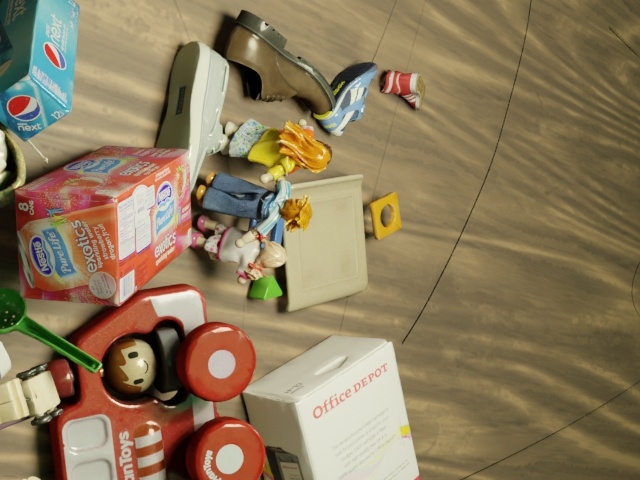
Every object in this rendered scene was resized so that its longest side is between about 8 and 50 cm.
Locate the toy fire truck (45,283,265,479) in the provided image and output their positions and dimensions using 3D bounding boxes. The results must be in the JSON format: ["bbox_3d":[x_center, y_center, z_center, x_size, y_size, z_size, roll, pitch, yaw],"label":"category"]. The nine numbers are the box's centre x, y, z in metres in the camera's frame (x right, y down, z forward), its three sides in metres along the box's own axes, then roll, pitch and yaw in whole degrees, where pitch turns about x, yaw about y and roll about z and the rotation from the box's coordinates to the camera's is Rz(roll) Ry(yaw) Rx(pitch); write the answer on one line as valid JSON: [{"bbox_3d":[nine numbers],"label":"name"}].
[{"bbox_3d":[-0.223,0.216,1.437,0.254,0.169,0.302,-9,98,-28],"label":"toy fire truck"}]

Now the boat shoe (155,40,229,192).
[{"bbox_3d":[-0.164,-0.154,1.526,0.081,0.079,0.227,19,75,-42],"label":"boat shoe"}]

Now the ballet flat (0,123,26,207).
[{"bbox_3d":[-0.436,-0.164,1.177,0.348,0.123,0.123,51,56,-28],"label":"ballet flat"}]

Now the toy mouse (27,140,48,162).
[{"bbox_3d":[-0.397,-0.161,1.304,0.143,0.031,0.161,-12,97,-40],"label":"toy mouse"}]

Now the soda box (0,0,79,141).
[{"bbox_3d":[-0.325,-0.213,1.277,0.067,0.071,0.210,45,25,-38],"label":"soda box"}]

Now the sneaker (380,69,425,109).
[{"bbox_3d":[0.138,-0.254,1.888,0.118,0.067,0.042,56,44,-71],"label":"sneaker"}]

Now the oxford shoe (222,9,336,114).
[{"bbox_3d":[-0.065,-0.237,1.646,0.227,0.083,0.096,34,85,-42],"label":"oxford shoe"}]

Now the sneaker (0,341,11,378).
[{"bbox_3d":[-0.473,0.096,1.197,0.282,0.102,0.161,47,61,-25],"label":"sneaker"}]

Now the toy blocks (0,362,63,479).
[{"bbox_3d":[-0.410,0.334,1.203,0.288,0.260,0.309,-20,92,-77],"label":"toy blocks"}]

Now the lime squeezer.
[{"bbox_3d":[-0.387,0.055,1.280,0.310,0.110,0.059,45,77,-13],"label":"lime squeezer"}]

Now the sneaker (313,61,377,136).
[{"bbox_3d":[0.045,-0.224,1.774,0.144,0.053,0.059,-51,127,-23],"label":"sneaker"}]

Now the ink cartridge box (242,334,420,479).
[{"bbox_3d":[0.027,0.326,1.722,0.226,0.131,0.306,-27,110,-43],"label":"ink cartridge box"}]

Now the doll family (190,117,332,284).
[{"bbox_3d":[-0.075,-0.075,1.542,0.118,0.163,0.263,64,45,-61],"label":"doll family"}]

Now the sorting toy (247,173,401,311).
[{"bbox_3d":[0.000,0.000,1.741,0.348,0.047,0.196,-12,105,-46],"label":"sorting toy"}]

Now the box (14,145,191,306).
[{"bbox_3d":[-0.246,-0.025,1.323,0.257,0.123,0.128,-53,146,-70],"label":"box"}]
